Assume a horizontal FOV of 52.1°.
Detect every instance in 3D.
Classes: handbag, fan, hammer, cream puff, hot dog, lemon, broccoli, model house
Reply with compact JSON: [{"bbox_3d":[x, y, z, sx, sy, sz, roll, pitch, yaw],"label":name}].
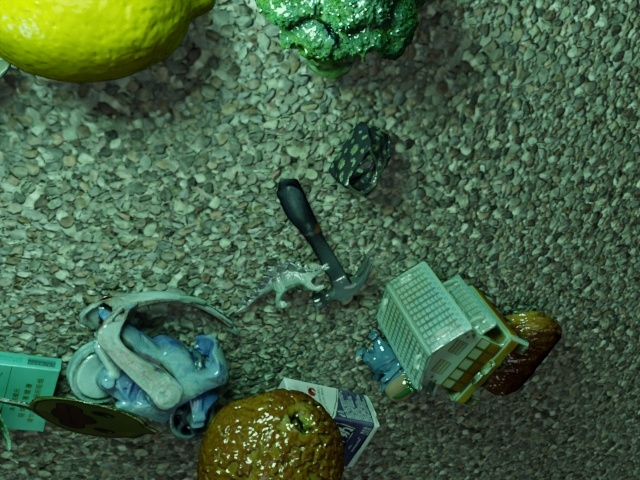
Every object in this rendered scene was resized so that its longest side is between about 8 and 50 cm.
[{"bbox_3d":[0.075,-0.123,1.098,0.072,0.139,0.115,26,112,-20],"label":"handbag"},{"bbox_3d":[-0.458,0.314,1.181,0.335,0.011,0.229,15,147,-8],"label":"fan"},{"bbox_3d":[0.000,0.000,1.212,0.137,0.037,0.290,-27,125,1],"label":"hammer"},{"bbox_3d":[-0.088,0.442,1.242,0.303,0.212,0.303,-8,126,-12],"label":"cream puff"},{"bbox_3d":[0.437,0.246,1.456,0.160,0.099,0.227,18,115,-25],"label":"hot dog"},{"bbox_3d":[-0.289,-0.319,0.805,0.319,0.245,0.245,-3,121,-19],"label":"lemon"},{"bbox_3d":[0.033,-0.338,0.912,0.270,0.270,0.270,-11,156,-10],"label":"broccoli"},{"bbox_3d":[0.247,0.186,1.288,0.215,0.224,0.198,24,112,-28],"label":"model house"}]

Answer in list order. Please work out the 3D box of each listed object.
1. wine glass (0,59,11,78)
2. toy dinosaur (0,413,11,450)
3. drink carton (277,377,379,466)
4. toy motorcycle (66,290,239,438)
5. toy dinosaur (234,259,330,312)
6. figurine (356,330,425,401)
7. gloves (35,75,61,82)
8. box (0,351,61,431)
[{"bbox_3d":[-0.519,-0.290,0.829,0.126,0.126,0.241,-30,126,3],"label":"wine glass"},{"bbox_3d":[-0.581,0.163,1.092,0.076,0.129,0.383,-21,109,43],"label":"toy dinosaur"},{"bbox_3d":[-0.005,0.396,1.420,0.222,0.102,0.134,18,116,-24],"label":"drink carton"},{"bbox_3d":[-0.276,0.219,1.176,0.241,0.182,0.319,-44,128,14],"label":"toy motorcycle"},{"bbox_3d":[-0.077,0.083,1.225,0.209,0.039,0.082,-28,107,18],"label":"toy dinosaur"},{"bbox_3d":[0.154,0.279,1.374,0.114,0.144,0.178,-43,111,7],"label":"figurine"},{"bbox_3d":[-0.383,-0.245,0.952,0.081,0.037,0.044,-27,160,-5],"label":"gloves"},{"bbox_3d":[-0.610,0.273,1.196,0.229,0.041,0.162,13,116,-24],"label":"box"}]
